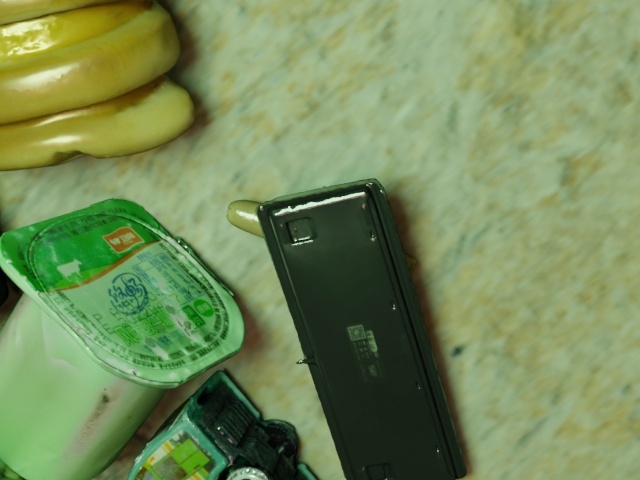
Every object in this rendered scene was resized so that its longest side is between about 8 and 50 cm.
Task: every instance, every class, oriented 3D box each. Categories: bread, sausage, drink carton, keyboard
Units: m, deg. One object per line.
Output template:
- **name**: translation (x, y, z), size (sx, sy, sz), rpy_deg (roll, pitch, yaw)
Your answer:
- **bread**: translation (-0.194, -0.196, 0.772), size (0.173, 0.121, 0.311), rpy_deg (-10, 100, 12)
- **sausage**: translation (0.000, 0.000, 0.842), size (0.132, 0.024, 0.024), rpy_deg (20, 107, 4)
- **drink carton**: translation (-0.152, 0.079, 0.829), size (0.144, 0.146, 0.142), rpy_deg (43, 118, 14)
- **keyboard**: translation (0.028, 0.070, 0.839), size (0.094, 0.025, 0.230), rpy_deg (-11, 111, 15)

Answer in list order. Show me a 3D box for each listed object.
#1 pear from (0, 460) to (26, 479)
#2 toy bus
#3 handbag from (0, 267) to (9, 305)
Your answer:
- **pear**: translation (-0.278, 0.243, 0.883), size (0.292, 0.159, 0.292), rpy_deg (3, 109, 10)
- **toy bus**: translation (-0.021, 0.218, 0.873), size (0.109, 0.091, 0.261), rpy_deg (-39, 94, 23)
- **handbag**: translation (-0.361, -0.039, 0.860), size (0.244, 0.088, 0.275), rpy_deg (-20, 102, 14)
